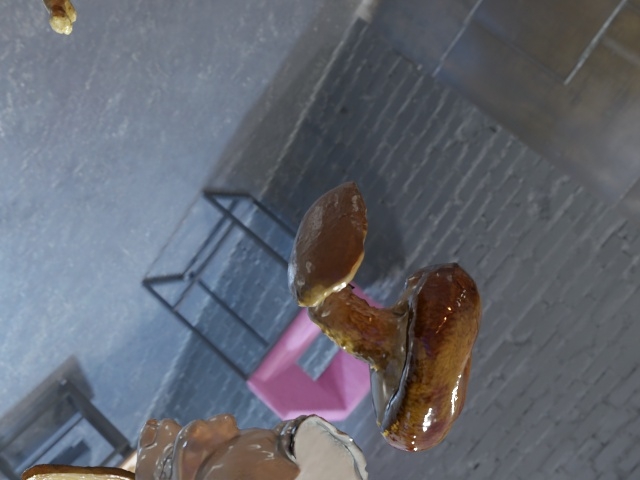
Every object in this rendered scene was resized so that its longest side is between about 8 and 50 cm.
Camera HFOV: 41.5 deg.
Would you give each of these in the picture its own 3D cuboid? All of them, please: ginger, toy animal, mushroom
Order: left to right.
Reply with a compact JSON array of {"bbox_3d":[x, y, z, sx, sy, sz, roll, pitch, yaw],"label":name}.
[{"bbox_3d":[-0.522,-0.492,1.600,0.052,0.176,0.193,-30,-144,23],"label":"ginger"},{"bbox_3d":[-0.097,0.313,1.023,0.357,0.258,0.194,-16,-154,51],"label":"toy animal"},{"bbox_3d":[0.120,0.166,1.170,0.254,0.267,0.267,-15,175,19],"label":"mushroom"}]

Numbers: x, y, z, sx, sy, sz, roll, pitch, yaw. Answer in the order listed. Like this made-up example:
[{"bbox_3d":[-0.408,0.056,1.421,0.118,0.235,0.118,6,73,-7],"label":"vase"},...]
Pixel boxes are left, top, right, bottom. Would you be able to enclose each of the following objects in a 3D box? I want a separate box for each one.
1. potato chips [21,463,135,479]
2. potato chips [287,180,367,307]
[{"bbox_3d":[-0.324,0.327,1.169,0.026,0.037,0.204,-51,139,10],"label":"potato chips"},{"bbox_3d":[0.000,0.000,1.062,0.150,0.049,0.202,-39,-156,33],"label":"potato chips"}]
